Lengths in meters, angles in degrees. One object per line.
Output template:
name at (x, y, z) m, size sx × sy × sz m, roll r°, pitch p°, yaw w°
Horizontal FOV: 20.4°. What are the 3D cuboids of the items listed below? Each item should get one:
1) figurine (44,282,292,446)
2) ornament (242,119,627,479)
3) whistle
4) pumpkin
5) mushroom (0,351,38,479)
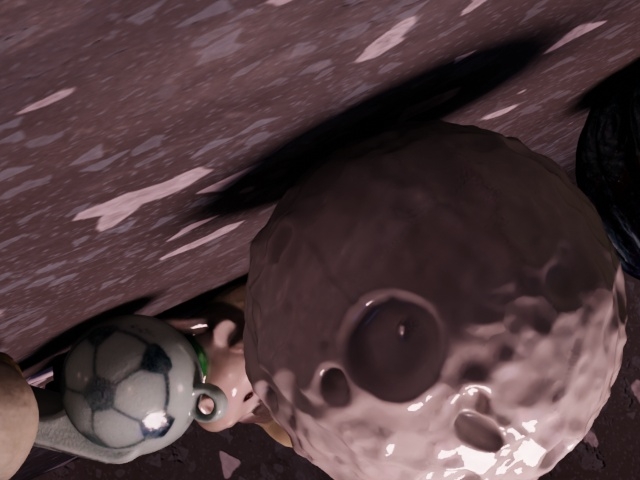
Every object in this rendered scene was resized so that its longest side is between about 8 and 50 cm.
figurine at (-0.155, 0.145, 2.102) m, size 0.332 × 0.204 × 0.185 m, roll 4°, pitch 146°, yaw -18°
ornament at (0.096, 0.064, 1.525) m, size 0.337 × 0.337 × 0.337 m, roll -26°, pitch 174°, yaw -3°
whistle at (-0.232, 0.147, 1.889) m, size 0.289 × 0.163 × 0.163 m, roll 11°, pitch -174°, yaw 18°
pumpkin at (0.460, -0.098, 2.006) m, size 0.363 × 0.266 × 0.363 m, roll -25°, pitch 178°, yaw -1°
mushroom at (-0.345, 0.166, 1.550) m, size 0.177 × 0.126 × 0.397 m, roll -7°, pitch -179°, yaw 22°
